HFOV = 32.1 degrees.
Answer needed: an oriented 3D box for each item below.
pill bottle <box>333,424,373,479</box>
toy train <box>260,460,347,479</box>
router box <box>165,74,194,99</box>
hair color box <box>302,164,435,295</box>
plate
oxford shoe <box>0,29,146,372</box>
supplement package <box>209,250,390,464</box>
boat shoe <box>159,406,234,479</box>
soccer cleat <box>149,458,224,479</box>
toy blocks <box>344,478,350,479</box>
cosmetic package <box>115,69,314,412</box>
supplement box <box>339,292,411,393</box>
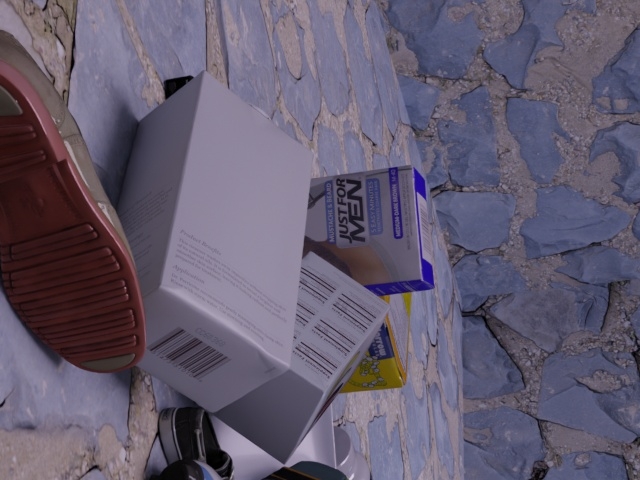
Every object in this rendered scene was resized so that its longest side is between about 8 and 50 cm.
[{"bbox_3d":[0.027,0.468,2.014,0.153,0.153,0.265,-78,155,-53],"label":"pill bottle"},{"bbox_3d":[-0.033,0.494,1.665,0.190,0.142,0.334,-22,112,-42],"label":"toy train"},{"bbox_3d":[-0.186,-0.152,1.712,0.133,0.046,0.179,12,71,-75],"label":"router box"},{"bbox_3d":[0.000,0.000,1.765,0.110,0.338,0.185,31,53,-70],"label":"hair color box"},{"bbox_3d":[-0.087,0.238,1.735,0.278,0.045,0.277,8,74,-48],"label":"plate"},{"bbox_3d":[-0.268,-0.036,1.166,0.146,0.140,0.397,-88,167,-56],"label":"oxford shoe"},{"bbox_3d":[-0.033,0.168,1.599,0.203,0.149,0.194,-48,168,-44],"label":"supplement package"},{"bbox_3d":[-0.158,0.322,1.534,0.078,0.070,0.219,-75,154,-56],"label":"boat shoe"},{"bbox_3d":[-0.149,0.435,1.383,0.143,0.116,0.331,41,39,-42],"label":"soccer cleat"},{"bbox_3d":[-0.063,0.514,1.394,0.190,0.381,0.261,37,20,1],"label":"toy blocks"},{"bbox_3d":[-0.144,-0.007,1.440,0.217,0.156,0.385,37,38,-29],"label":"cosmetic package"},{"bbox_3d":[0.070,0.117,2.272,0.356,0.195,0.194,-80,158,-51],"label":"supplement box"}]
